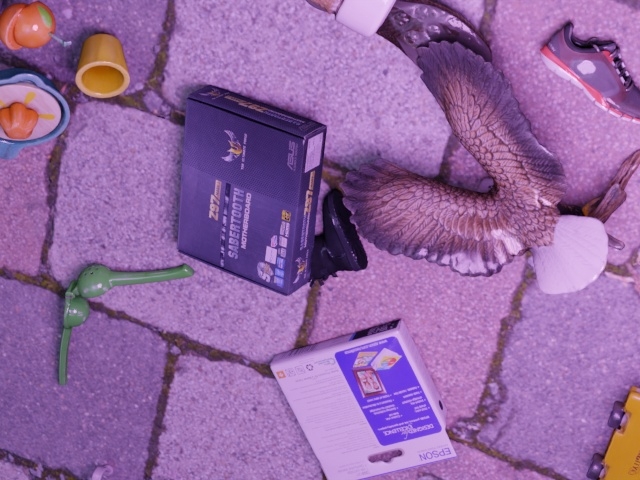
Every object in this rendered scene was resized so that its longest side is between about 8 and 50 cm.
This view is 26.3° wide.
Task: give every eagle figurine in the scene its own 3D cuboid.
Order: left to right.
[{"bbox_3d":[0.200,-0.061,1.610,0.298,0.226,0.225,29,151,-15],"label":"eagle figurine"}]

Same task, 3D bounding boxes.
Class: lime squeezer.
[{"bbox_3d":[-0.320,0.094,1.965,0.110,0.059,0.310,29,125,-32],"label":"lime squeezer"}]

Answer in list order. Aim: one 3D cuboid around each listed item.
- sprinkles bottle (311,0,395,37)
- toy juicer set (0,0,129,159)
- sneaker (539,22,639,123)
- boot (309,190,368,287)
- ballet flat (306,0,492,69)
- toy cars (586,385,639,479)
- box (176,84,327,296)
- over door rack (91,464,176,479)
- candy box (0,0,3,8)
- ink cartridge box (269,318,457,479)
[{"bbox_3d":[-0.067,-0.363,1.530,0.355,0.121,0.121,29,121,-3],"label":"sprinkles bottle"},{"bbox_3d":[-0.423,-0.186,1.778,0.329,0.089,0.209,-30,139,30],"label":"toy juicer set"},{"bbox_3d":[0.332,-0.194,1.584,0.158,0.061,0.065,34,115,0],"label":"sneaker"},{"bbox_3d":[0.000,-0.001,1.804,0.099,0.045,0.121,-12,109,30],"label":"boot"},{"bbox_3d":[0.093,-0.267,1.638,0.249,0.058,0.084,25,118,0],"label":"ballet flat"},{"bbox_3d":[0.464,0.342,1.790,0.176,0.087,0.394,-19,111,31],"label":"toy cars"},{"bbox_3d":[-0.093,-0.064,1.772,0.183,0.059,0.233,22,121,25],"label":"box"},{"bbox_3d":[-0.246,0.516,2.089,0.239,0.108,0.324,9,97,14],"label":"over door rack"},{"bbox_3d":[-0.522,-0.334,1.803,0.196,0.070,0.165,28,121,4],"label":"candy box"},{"bbox_3d":[0.063,0.227,1.891,0.206,0.045,0.208,-18,107,25],"label":"ink cartridge box"}]
